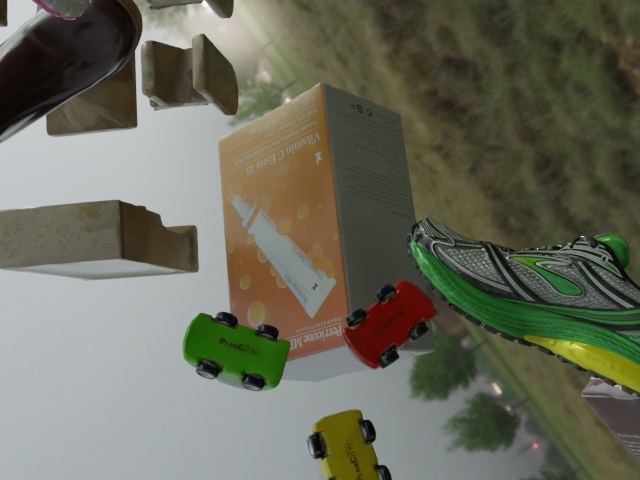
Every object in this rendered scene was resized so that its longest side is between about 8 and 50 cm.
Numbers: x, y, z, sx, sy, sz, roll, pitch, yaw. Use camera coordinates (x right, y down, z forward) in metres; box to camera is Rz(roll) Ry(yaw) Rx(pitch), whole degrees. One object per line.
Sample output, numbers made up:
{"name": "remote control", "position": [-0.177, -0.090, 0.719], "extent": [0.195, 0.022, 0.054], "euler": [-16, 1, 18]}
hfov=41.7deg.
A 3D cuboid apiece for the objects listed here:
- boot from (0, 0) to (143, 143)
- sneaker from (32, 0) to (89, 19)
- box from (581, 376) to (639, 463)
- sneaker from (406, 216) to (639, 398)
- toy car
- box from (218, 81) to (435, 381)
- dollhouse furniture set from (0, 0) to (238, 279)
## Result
{"name": "boot", "position": [-0.282, -0.119, 0.751], "extent": [0.090, 0.248, 0.207], "euler": [52, -141, -28]}
{"name": "sneaker", "position": [-0.166, -0.205, 0.480], "extent": [0.103, 0.111, 0.252], "euler": [39, -172, -6]}
{"name": "box", "position": [0.610, 0.323, 1.312], "extent": [0.381, 0.143, 0.191], "euler": [46, 156, -15]}
{"name": "sneaker", "position": [0.256, 0.047, 0.920], "extent": [0.343, 0.146, 0.134], "euler": [23, -173, 20]}
{"name": "toy car", "position": [-0.021, 0.126, 0.795], "extent": [0.225, 0.239, 0.053], "euler": [19, 153, -4]}
{"name": "box", "position": [0.000, 0.000, 1.139], "extent": [0.168, 0.215, 0.345], "euler": [13, -116, -46]}
{"name": "dollhouse furniture set", "position": [-0.284, -0.155, 1.096], "extent": [0.256, 0.362, 0.394], "euler": [33, -127, -79]}
